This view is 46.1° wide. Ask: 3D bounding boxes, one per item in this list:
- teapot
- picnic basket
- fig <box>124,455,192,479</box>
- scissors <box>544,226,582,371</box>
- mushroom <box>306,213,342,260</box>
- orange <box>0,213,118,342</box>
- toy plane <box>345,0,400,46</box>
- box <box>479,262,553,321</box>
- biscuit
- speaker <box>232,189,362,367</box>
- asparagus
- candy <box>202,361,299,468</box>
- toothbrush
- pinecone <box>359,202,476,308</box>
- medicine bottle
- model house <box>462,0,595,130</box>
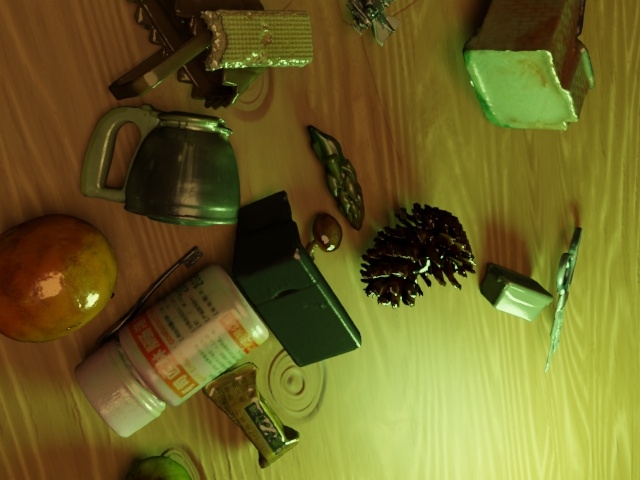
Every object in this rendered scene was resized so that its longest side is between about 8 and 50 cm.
[{"bbox_3d":[-0.314,-0.161,1.600,0.240,0.322,0.239,0,98,-56],"label":"teapot"},{"bbox_3d":[-0.273,-0.393,1.502,0.321,0.254,0.291,-42,115,-16],"label":"picnic basket"},{"bbox_3d":[-0.373,0.610,1.777,0.181,0.181,0.191,-44,136,-4],"label":"fig"},{"bbox_3d":[0.645,0.173,2.018,0.029,0.256,0.383,14,116,23],"label":"scissors"},{"bbox_3d":[0.009,0.003,1.800,0.088,0.073,0.129,8,109,-57],"label":"mushroom"},{"bbox_3d":[-0.553,0.072,1.513,0.284,0.284,0.226,-29,117,-10],"label":"orange"},{"bbox_3d":[0.102,-0.543,1.687,0.234,0.082,0.160,53,57,-23],"label":"toy plane"},{"bbox_3d":[0.508,0.141,1.980,0.172,0.124,0.092,21,107,-21],"label":"box"},{"bbox_3d":[-0.115,-0.381,1.428,0.239,0.062,0.108,-13,103,-38],"label":"biscuit"},{"bbox_3d":[-0.057,0.098,1.759,0.180,0.184,0.388,-20,125,15],"label":"speaker"},{"bbox_3d":[0.049,-0.148,1.772,0.080,0.080,0.287,-24,111,-11],"label":"asparagus"},{"bbox_3d":[-0.160,0.421,1.836,0.143,0.101,0.271,-34,106,-2],"label":"candy"},{"bbox_3d":[-0.395,0.129,1.720,0.321,0.023,0.031,-42,109,-5],"label":"toothbrush"},{"bbox_3d":[0.226,0.051,1.799,0.292,0.246,0.246,-39,113,14],"label":"pinecone"},{"bbox_3d":[-0.327,0.240,1.666,0.388,0.219,0.219,-35,112,-7],"label":"medicine bottle"},{"bbox_3d":[0.515,-0.458,1.787,0.312,0.245,0.280,49,56,-48],"label":"model house"}]
